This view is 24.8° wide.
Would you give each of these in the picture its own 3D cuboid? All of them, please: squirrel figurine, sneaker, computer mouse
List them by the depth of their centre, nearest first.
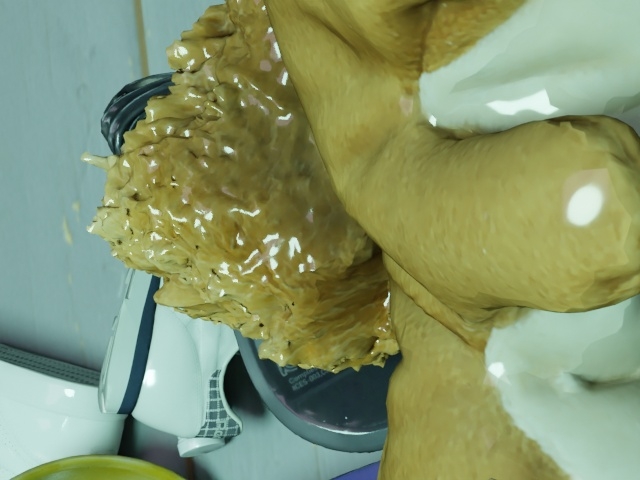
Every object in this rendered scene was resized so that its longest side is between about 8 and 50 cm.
[{"bbox_3d":[0.069,-0.015,0.650,0.397,0.281,0.371,19,116,56],"label":"squirrel figurine"},{"bbox_3d":[0.000,0.000,0.838,0.188,0.072,0.272,-24,65,3],"label":"computer mouse"},{"bbox_3d":[-0.071,0.008,0.927,0.090,0.094,0.235,138,146,-76],"label":"sneaker"},{"bbox_3d":[-0.267,0.158,1.071,0.292,0.108,0.169,11,93,40],"label":"sneaker"}]

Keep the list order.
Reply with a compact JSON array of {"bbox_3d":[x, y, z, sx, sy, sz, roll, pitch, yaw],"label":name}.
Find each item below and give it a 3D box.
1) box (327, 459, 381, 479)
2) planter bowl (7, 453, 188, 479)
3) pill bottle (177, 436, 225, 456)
[{"bbox_3d":[0.056,0.256,0.790,0.184,0.103,0.261,-29,70,40],"label":"box"},{"bbox_3d":[-0.150,0.251,0.932,0.090,0.217,0.217,140,120,-64],"label":"planter bowl"},{"bbox_3d":[-0.088,0.098,0.957,0.043,0.043,0.083,-30,69,37],"label":"pill bottle"}]
